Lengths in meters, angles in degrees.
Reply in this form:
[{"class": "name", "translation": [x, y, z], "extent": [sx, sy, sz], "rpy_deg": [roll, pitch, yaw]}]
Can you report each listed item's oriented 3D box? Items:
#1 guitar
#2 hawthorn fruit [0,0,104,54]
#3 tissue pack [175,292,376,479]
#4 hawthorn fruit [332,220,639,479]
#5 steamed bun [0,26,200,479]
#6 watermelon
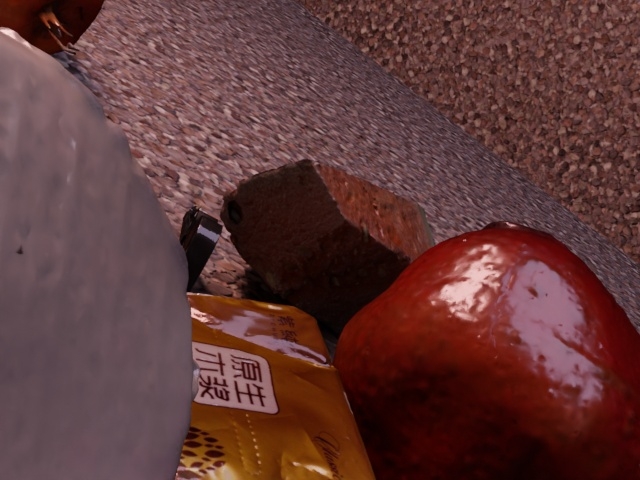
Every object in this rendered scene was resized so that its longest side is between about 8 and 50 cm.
[{"class": "guitar", "translation": [-0.128, -0.002, 0.944], "extent": [0.025, 0.088, 0.233], "rpy_deg": [28, 10, -12]}, {"class": "hawthorn fruit", "translation": [-0.354, -0.309, 1.136], "extent": [0.211, 0.211, 0.299], "rpy_deg": [10, 40, -49]}, {"class": "tissue pack", "translation": [-0.072, 0.127, 0.653], "extent": [0.183, 0.092, 0.226], "rpy_deg": [14, 28, -21]}, {"class": "hawthorn fruit", "translation": [0.153, 0.152, 0.733], "extent": [0.265, 0.265, 0.307], "rpy_deg": [7, 35, -53]}, {"class": "steamed bun", "translation": [-0.226, 0.053, 0.386], "extent": [0.309, 0.309, 0.309], "rpy_deg": [29, 19, -11]}, {"class": "watermelon", "translation": [0.000, 0.000, 0.946], "extent": [0.256, 0.192, 0.140], "rpy_deg": [45, 29, -63]}]
